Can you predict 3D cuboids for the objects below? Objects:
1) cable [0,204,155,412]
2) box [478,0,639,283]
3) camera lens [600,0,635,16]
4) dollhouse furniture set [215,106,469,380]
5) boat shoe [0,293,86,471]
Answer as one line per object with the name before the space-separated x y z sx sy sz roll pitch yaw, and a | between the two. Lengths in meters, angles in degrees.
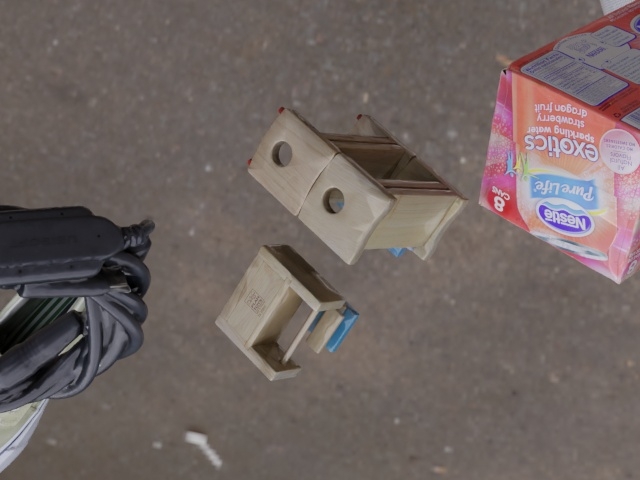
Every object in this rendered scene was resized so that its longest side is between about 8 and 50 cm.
cable | -0.166 0.036 0.594 0.184 0.047 0.150 -8 150 -28
box | 0.291 -0.108 1.168 0.154 0.300 0.142 32 133 30
camera lens | 0.431 -0.276 1.524 0.219 0.274 0.219 -18 -176 1
dollhouse furniture set | 0.000 0.000 1.127 0.129 0.129 0.184 -2 130 -56
boat shoe | -0.305 0.120 1.309 0.109 0.302 0.094 38 175 24
